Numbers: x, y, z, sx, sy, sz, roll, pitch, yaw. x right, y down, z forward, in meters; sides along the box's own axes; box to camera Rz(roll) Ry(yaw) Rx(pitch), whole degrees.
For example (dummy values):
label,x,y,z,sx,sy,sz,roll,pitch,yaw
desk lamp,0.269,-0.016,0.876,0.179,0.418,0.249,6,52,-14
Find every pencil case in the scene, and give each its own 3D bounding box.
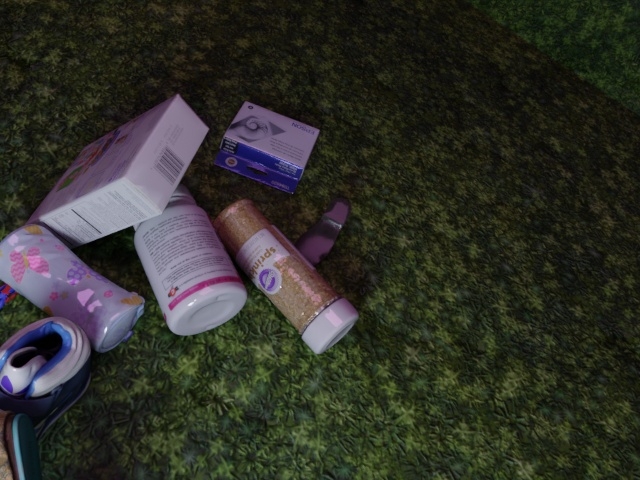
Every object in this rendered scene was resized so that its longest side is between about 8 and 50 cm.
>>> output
label,x,y,z,sx,sy,sz,roll,pitch,yaw
pencil case,-0.460,0.085,0.958,0.273,0.113,0.124,34,69,3

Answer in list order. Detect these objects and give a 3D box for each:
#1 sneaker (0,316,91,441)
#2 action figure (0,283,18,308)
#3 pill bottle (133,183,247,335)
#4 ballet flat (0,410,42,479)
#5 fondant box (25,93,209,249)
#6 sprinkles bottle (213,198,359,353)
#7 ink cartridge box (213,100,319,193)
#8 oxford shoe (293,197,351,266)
label,x,y,z,sx,sy,sz,roll,pitch,yaw
sneaker,-0.476,0.251,0.769,0.130,0.236,0.323,32,52,7
action figure,-0.593,0.108,0.969,0.038,0.030,0.115,21,50,2
pill bottle,-0.273,0.029,1.041,0.160,0.160,0.283,-18,63,-28
ballet flat,-0.377,0.384,0.626,0.123,0.123,0.349,-16,65,-27
fondant box,-0.397,-0.125,1.021,0.096,0.330,0.238,49,42,-35
sprinkles bottle,-0.079,0.070,1.099,0.121,0.121,0.355,-33,70,-33
ink cartridge box,-0.135,-0.247,1.355,0.223,0.045,0.224,20,52,-3
oxford shoe,0.000,0.000,1.213,0.076,0.076,0.212,37,69,8
